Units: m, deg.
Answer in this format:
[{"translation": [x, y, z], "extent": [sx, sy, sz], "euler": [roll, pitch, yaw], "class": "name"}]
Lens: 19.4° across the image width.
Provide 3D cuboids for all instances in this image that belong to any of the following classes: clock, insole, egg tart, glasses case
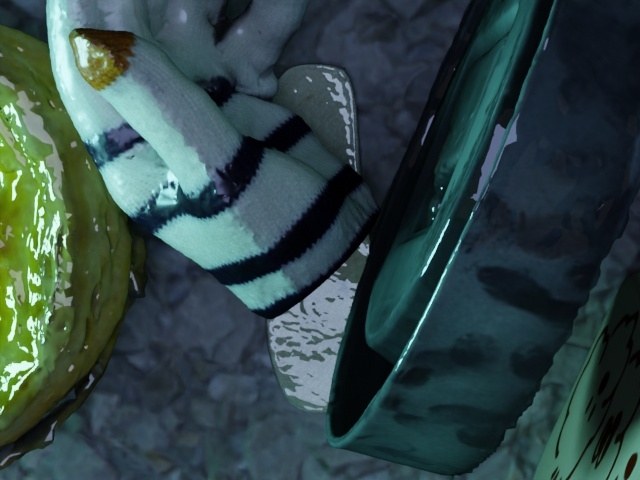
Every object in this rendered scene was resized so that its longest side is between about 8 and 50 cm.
[{"translation": [0.085, -0.040, 0.856], "extent": [0.061, 0.312, 0.312], "euler": [22, 100, -5], "class": "clock"}, {"translation": [0.000, 0.000, 1.016], "extent": [0.063, 0.010, 0.192], "euler": [-1, 99, 5], "class": "insole"}, {"translation": [-0.226, -0.005, 0.997], "extent": [0.279, 0.095, 0.278], "euler": [1, 104, 3], "class": "egg tart"}, {"translation": [0.158, 0.113, 0.854], "extent": [0.076, 0.336, 0.144], "euler": [23, 99, 1], "class": "glasses case"}]

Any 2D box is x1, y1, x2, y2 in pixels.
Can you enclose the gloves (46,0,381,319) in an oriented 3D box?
[{"translation": [-0.063, -0.072, 0.933], "extent": [0.218, 0.140, 0.131], "euler": [48, 144, -6], "class": "gloves"}]
